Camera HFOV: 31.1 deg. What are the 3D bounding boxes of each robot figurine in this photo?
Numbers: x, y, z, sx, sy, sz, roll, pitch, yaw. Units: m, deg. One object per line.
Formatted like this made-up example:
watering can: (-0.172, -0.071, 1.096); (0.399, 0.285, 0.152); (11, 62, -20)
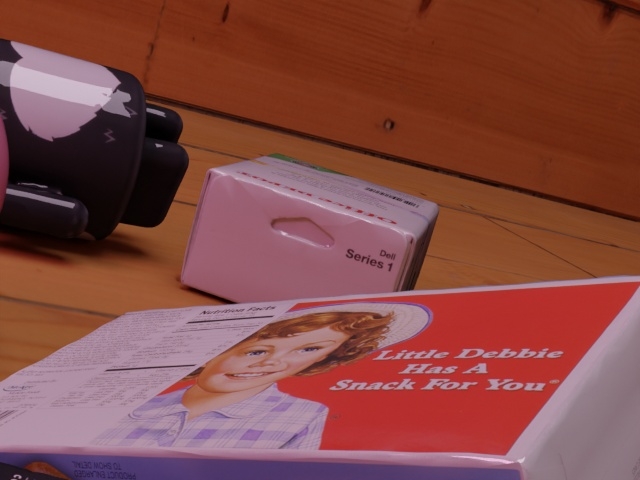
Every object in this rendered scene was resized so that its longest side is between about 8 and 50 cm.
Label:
robot figurine: (-0.269, -0.097, 1.085); (0.278, 0.174, 0.209); (12, -1, -24)

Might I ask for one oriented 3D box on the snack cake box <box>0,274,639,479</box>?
snack cake box: (-0.011, 0.085, 0.432); (0.264, 0.089, 0.152); (-6, 13, 33)

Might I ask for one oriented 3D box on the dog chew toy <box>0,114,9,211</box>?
dog chew toy: (-0.275, -0.015, 0.640); (0.206, 0.207, 0.332); (12, 20, -24)

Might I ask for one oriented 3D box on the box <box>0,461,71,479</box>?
box: (-0.179, 0.127, 0.259); (0.184, 0.103, 0.261); (14, 13, 0)

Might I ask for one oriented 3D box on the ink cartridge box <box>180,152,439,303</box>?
ink cartridge box: (0.000, 0.000, 1.159); (0.201, 0.117, 0.278); (18, 10, 8)
